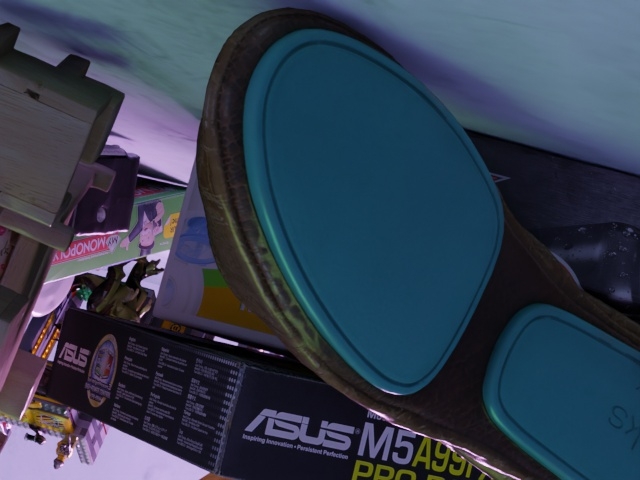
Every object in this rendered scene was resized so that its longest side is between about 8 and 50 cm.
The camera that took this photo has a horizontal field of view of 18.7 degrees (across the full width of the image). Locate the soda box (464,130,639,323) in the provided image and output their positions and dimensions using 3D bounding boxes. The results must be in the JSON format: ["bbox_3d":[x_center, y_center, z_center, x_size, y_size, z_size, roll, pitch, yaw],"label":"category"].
[{"bbox_3d":[0.104,-0.005,0.881,0.169,0.060,0.053,15,170,5],"label":"soda box"}]

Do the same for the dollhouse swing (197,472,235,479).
[{"bbox_3d":[0.119,0.255,1.289,0.305,0.315,0.347,-18,-176,29],"label":"dollhouse swing"}]

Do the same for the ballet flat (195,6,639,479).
[{"bbox_3d":[0.039,0.022,0.806,0.124,0.116,0.342,13,162,49],"label":"ballet flat"}]

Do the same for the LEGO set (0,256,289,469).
[{"bbox_3d":[-0.160,0.095,1.637,0.331,0.192,0.255,18,148,7],"label":"LEGO set"}]

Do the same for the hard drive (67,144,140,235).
[{"bbox_3d":[-0.303,-0.051,1.199,0.237,0.064,0.339,14,-170,30],"label":"hard drive"}]

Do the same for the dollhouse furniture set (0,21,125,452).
[{"bbox_3d":[-0.221,-0.010,1.054,0.174,0.303,0.355,24,-165,-3],"label":"dollhouse furniture set"}]

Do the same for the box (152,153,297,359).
[{"bbox_3d":[0.026,0.018,1.081,0.203,0.114,0.103,11,174,32],"label":"box"}]

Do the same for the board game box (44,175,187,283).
[{"bbox_3d":[-0.259,-0.017,1.382,0.213,0.046,0.317,14,-165,27],"label":"board game box"}]

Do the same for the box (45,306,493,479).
[{"bbox_3d":[-0.010,0.101,1.100,0.216,0.060,0.270,15,177,-26],"label":"box"}]

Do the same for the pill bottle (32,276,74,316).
[{"bbox_3d":[-0.269,0.009,1.544,0.137,0.078,0.078,14,175,28],"label":"pill bottle"}]
